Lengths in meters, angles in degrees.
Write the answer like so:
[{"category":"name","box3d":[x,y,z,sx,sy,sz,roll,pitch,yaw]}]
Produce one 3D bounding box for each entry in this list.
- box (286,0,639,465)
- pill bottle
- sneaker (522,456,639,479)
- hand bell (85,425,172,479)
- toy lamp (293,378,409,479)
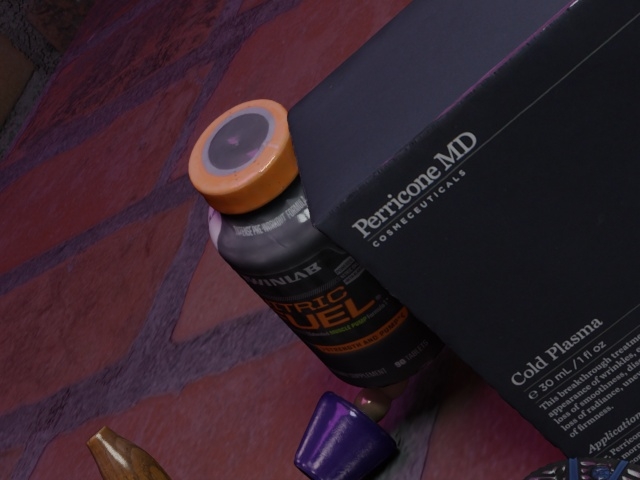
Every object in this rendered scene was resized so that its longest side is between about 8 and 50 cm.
[{"category":"box","box3d":[0.210,-0.060,0.908,0.343,0.312,0.179,-40,27,14]},{"category":"pill bottle","box3d":[0.000,0.000,1.063,0.130,0.246,0.130,-21,44,22]},{"category":"sneaker","box3d":[0.149,0.201,0.912,0.211,0.081,0.080,-12,38,25]},{"category":"hand bell","box3d":[-0.083,0.230,0.995,0.126,0.242,0.126,-42,2,2]},{"category":"toy lamp","box3d":[0.079,0.095,1.169,0.275,0.080,0.080,-49,25,-11]}]
